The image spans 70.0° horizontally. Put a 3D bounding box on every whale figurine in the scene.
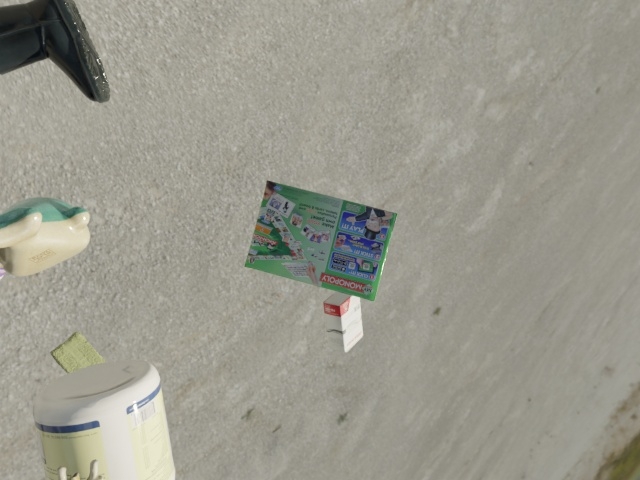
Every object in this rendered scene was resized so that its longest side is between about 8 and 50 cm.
[{"bbox_3d":[-0.569,-0.026,0.892,0.216,0.141,0.272,-29,178,-15],"label":"whale figurine"}]

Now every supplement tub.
[{"bbox_3d":[-0.431,0.437,0.940,0.235,0.235,0.326,-11,98,-33],"label":"supplement tub"}]

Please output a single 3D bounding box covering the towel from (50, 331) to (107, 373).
[{"bbox_3d":[-0.767,0.376,1.451,0.027,0.148,0.110,-29,-167,47],"label":"towel"}]

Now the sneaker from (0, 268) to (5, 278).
[{"bbox_3d":[-0.897,0.042,1.180,0.104,0.095,0.236,-18,162,12],"label":"sneaker"}]

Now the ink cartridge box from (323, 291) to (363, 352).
[{"bbox_3d":[0.060,0.205,1.188,0.099,0.056,0.136,-29,119,-51],"label":"ink cartridge box"}]

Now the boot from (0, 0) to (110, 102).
[{"bbox_3d":[-0.596,-0.391,0.984,0.207,0.094,0.247,-19,104,-1],"label":"boot"}]

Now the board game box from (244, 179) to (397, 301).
[{"bbox_3d":[0.000,0.000,1.084,0.046,0.316,0.214,22,83,-86],"label":"board game box"}]

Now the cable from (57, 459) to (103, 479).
[{"bbox_3d":[-0.356,0.470,0.657,0.139,0.288,0.072,-15,172,-5],"label":"cable"}]
